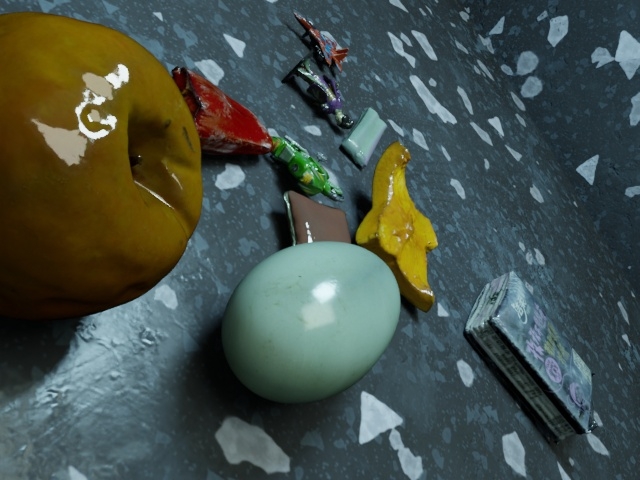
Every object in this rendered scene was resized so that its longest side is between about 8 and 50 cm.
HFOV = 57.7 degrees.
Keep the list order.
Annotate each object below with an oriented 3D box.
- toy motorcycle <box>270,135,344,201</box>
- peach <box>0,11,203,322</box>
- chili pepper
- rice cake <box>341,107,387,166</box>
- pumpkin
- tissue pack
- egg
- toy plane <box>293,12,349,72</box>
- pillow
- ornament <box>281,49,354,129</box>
[{"bbox_3d":[-0.030,-0.141,1.174,0.190,0.074,0.106,47,20,26],"label":"toy motorcycle"},{"bbox_3d":[-0.313,-0.082,0.663,0.343,0.302,0.342,-4,90,-69],"label":"peach"},{"bbox_3d":[-0.190,-0.220,1.077,0.144,0.136,0.253,22,7,34],"label":"chili pepper"},{"bbox_3d":[0.117,-0.266,1.478,0.080,0.042,0.221,44,37,-11],"label":"rice cake"},{"bbox_3d":[0.182,-0.027,1.279,0.258,0.095,0.290,46,47,-31],"label":"pumpkin"},{"bbox_3d":[0.527,0.276,1.436,0.361,0.122,0.259,49,35,-3],"label":"tissue pack"},{"bbox_3d":[-0.001,0.115,0.901,0.230,0.230,0.371,59,30,6],"label":"egg"},{"bbox_3d":[-0.006,-0.526,1.535,0.189,0.061,0.130,34,42,-18],"label":"toy plane"},{"bbox_3d":[0.000,0.000,1.115,0.171,0.075,0.179,15,52,-40],"label":"pillow"},{"bbox_3d":[0.006,-0.345,1.386,0.203,0.088,0.081,51,38,-7],"label":"ornament"}]
